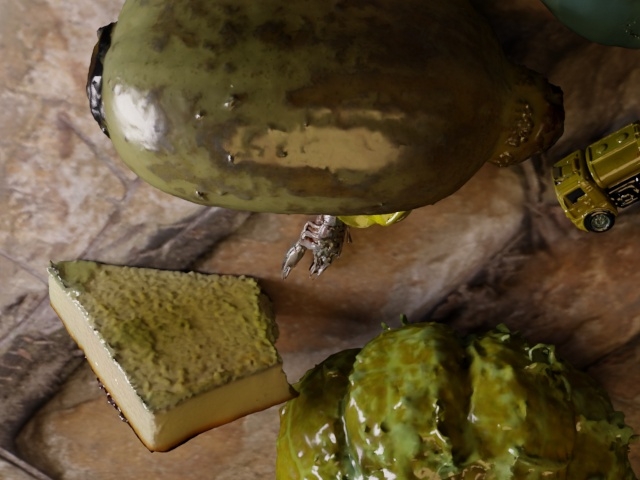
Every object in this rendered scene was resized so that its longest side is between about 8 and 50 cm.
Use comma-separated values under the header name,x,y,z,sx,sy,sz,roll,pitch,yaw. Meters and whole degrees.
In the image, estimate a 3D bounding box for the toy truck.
name,x,y,z,sx,sy,sz,roll,pitch,yaw
toy truck,0.209,-0.046,0.996,0.083,0.049,0.054,-29,123,27

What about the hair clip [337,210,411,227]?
name,x,y,z,sx,sy,sz,roll,pitch,yaw
hair clip,0.073,-0.068,0.988,0.072,0.046,0.173,35,125,-21

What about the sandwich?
name,x,y,z,sx,sy,sz,roll,pitch,yaw
sandwich,-0.109,0.068,1.103,0.162,0.193,0.058,-19,136,-28

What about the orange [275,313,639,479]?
name,x,y,z,sx,sy,sz,roll,pitch,yaw
orange,0.111,0.209,1.126,0.301,0.223,0.300,2,138,2

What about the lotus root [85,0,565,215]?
name,x,y,z,sx,sy,sz,roll,pitch,yaw
lotus root,0.003,-0.101,0.887,0.309,0.173,0.173,4,133,7

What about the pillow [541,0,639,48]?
name,x,y,z,sx,sy,sz,roll,pitch,yaw
pillow,0.234,-0.194,0.815,0.214,0.086,0.233,6,145,-21

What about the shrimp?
name,x,y,z,sx,sy,sz,roll,pitch,yaw
shrimp,0.002,0.002,1.075,0.038,0.029,0.092,18,138,-22
